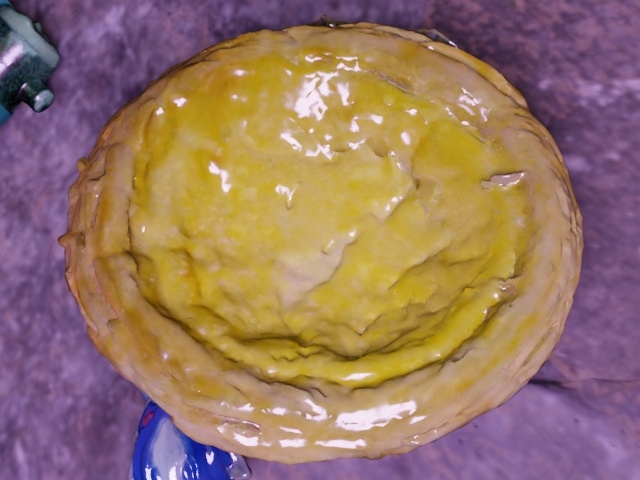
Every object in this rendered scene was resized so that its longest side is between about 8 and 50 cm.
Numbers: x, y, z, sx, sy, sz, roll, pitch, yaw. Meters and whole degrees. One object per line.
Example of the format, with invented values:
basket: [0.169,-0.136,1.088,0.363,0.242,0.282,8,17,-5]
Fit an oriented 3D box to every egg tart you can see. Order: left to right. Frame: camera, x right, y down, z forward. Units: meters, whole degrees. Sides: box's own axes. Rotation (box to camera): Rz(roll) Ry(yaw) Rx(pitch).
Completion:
egg tart: [0.000,0.000,0.733,0.345,0.132,0.345,-1,65,2]

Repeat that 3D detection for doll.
doll: [-0.097,0.138,0.762,0.096,0.070,0.195,-13,62,13]

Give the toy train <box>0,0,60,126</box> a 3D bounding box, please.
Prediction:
toy train: [-0.346,-0.095,0.844,0.194,0.120,0.298,43,86,10]
